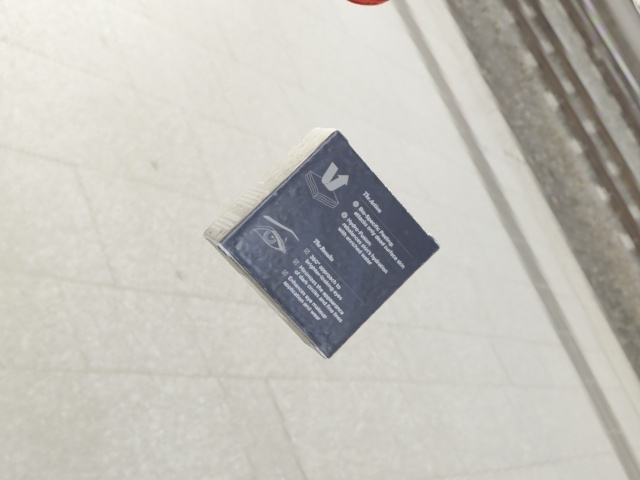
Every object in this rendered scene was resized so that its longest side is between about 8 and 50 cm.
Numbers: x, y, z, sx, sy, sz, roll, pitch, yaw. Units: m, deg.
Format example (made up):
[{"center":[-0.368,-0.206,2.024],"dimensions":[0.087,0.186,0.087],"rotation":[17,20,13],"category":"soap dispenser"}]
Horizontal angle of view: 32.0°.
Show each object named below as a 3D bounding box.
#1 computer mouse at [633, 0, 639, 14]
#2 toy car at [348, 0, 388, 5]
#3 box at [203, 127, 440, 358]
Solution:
[{"center":[0.281,-0.254,0.826],"dimensions":[0.072,0.189,0.272],"rotation":[16,43,-4],"category":"computer mouse"},{"center":[0.030,-0.277,0.974],"dimensions":[0.182,0.159,0.136],"rotation":[60,12,-77],"category":"toy car"},{"center":[0.000,0.000,1.076],"dimensions":[0.156,0.158,0.093],"rotation":[48,-7,-16],"category":"box"}]
